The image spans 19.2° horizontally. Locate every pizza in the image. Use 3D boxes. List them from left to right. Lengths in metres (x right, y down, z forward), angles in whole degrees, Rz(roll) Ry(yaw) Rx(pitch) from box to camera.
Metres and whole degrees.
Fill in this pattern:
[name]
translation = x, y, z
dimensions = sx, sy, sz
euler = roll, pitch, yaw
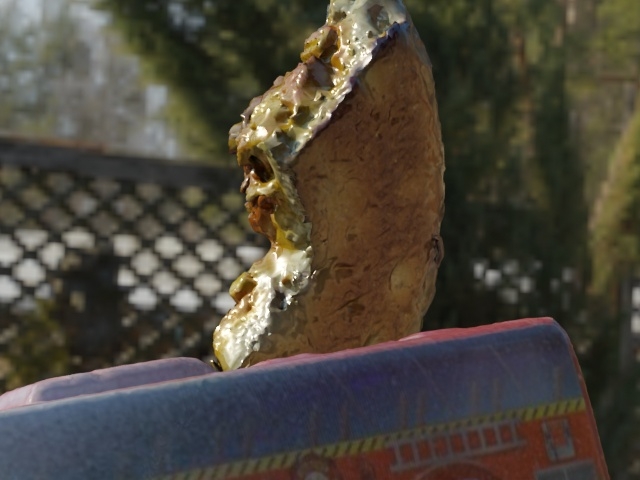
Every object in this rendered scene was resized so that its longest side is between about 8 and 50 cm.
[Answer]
[pizza]
translation = 0.000, 0.000, 1.080
dimensions = 0.161, 0.305, 0.086
euler = -5, 21, -43

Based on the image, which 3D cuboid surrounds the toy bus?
[toy bus]
translation = -0.016, 0.064, 0.451
dimensions = 0.192, 0.077, 0.065
euler = -7, -11, -37
